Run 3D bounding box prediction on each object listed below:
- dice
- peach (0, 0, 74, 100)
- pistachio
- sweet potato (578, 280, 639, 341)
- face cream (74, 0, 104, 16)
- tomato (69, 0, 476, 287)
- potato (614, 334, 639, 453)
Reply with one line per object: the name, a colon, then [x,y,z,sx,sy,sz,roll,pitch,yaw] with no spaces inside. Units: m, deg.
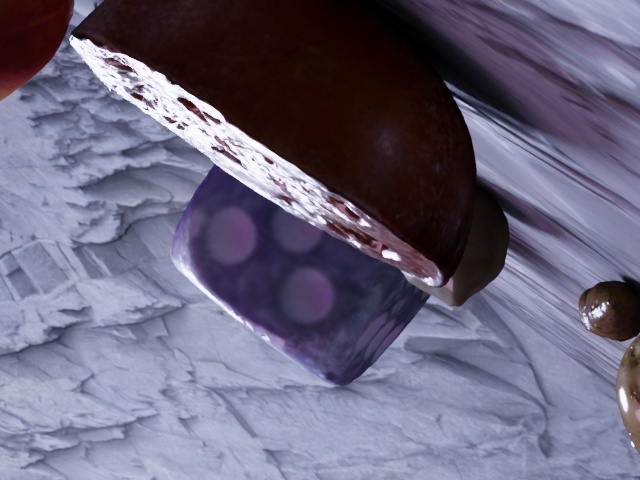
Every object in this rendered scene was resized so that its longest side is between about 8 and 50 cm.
dice: [0.000,0.000,2.297,0.271,0.270,0.270,38,180,13]
peach: [-0.408,-0.293,1.937,0.370,0.370,0.370,38,179,1]
pistachio: [0.130,0.001,1.895,0.124,0.124,0.185,38,-174,1]
sweet potato: [0.278,0.067,1.773,0.065,0.051,0.218,25,177,5]
face cream: [-0.160,-0.249,2.128,0.314,0.089,0.143,27,172,36]
tomato: [-0.006,-0.103,1.329,0.338,0.144,0.338,33,177,2]
potato: [0.344,0.157,1.824,0.109,0.118,0.178,20,161,36]
